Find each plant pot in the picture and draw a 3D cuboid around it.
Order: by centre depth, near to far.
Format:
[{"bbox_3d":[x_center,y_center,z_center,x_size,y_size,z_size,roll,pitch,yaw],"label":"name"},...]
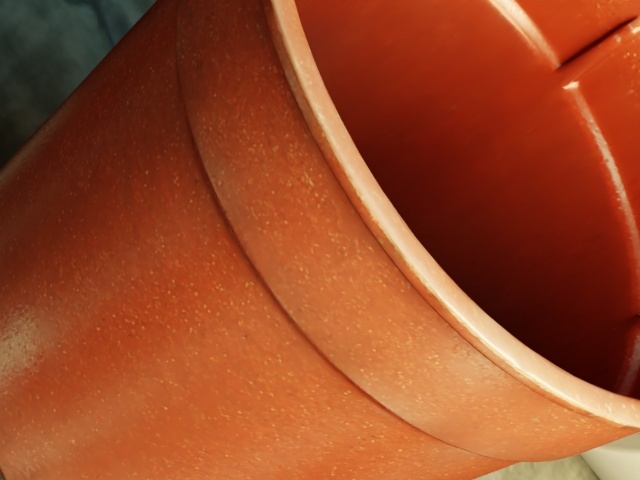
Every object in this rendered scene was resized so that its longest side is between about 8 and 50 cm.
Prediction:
[{"bbox_3d":[0.000,0.000,0.774,0.272,0.265,0.272,26,47,-32],"label":"plant pot"}]

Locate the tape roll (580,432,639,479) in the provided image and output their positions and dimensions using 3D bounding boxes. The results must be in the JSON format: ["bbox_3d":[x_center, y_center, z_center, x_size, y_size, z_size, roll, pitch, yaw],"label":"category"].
[{"bbox_3d":[0.259,0.041,1.050,0.100,0.286,0.286,49,46,-23],"label":"tape roll"}]
